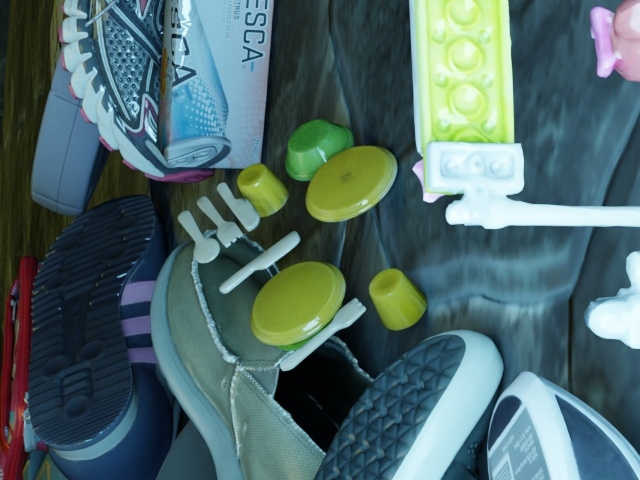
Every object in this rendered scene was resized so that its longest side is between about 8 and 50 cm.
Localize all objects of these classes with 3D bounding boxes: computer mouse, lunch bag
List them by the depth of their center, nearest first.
[{"bbox_3d":[0.092,0.127,0.525,0.106,0.042,0.193,109,152,-64],"label":"computer mouse"},{"bbox_3d":[-0.264,0.156,1.818,0.293,0.120,0.258,-100,20,-55],"label":"lunch bag"}]

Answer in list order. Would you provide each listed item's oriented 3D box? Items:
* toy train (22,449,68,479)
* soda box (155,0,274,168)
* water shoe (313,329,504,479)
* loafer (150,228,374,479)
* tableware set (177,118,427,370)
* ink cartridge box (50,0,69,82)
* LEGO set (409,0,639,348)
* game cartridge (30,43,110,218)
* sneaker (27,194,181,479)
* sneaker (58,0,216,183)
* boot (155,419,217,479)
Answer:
[{"bbox_3d":[-0.200,0.300,1.539,0.334,0.142,0.190,-99,30,-45],"label":"toy train"},{"bbox_3d":[-0.064,-0.139,1.132,0.058,0.063,0.183,-130,43,-70],"label":"soda box"},{"bbox_3d":[0.031,0.133,0.717,0.203,0.080,0.073,-62,20,4],"label":"water shoe"},{"bbox_3d":[-0.009,0.075,0.874,0.087,0.094,0.251,-50,41,23],"label":"loafer"},{"bbox_3d":[0.000,0.000,0.843,0.024,0.104,0.154,55,177,-37],"label":"tableware set"},{"bbox_3d":[-0.218,-0.201,1.751,0.175,0.072,0.127,114,154,-57],"label":"ink cartridge box"},{"bbox_3d":[0.088,-0.014,0.402,0.132,0.107,0.287,110,157,-54],"label":"LEGO set"},{"bbox_3d":[-0.180,-0.143,1.503,0.297,0.062,0.198,119,175,-62],"label":"game cartridge"},{"bbox_3d":[-0.163,0.093,1.457,0.319,0.112,0.131,-88,-23,-52],"label":"sneaker"},{"bbox_3d":[-0.111,-0.187,1.242,0.112,0.121,0.299,-11,87,38],"label":"sneaker"},{"bbox_3d":[-0.041,0.234,0.948,0.115,0.112,0.305,68,-158,-73],"label":"boot"}]
